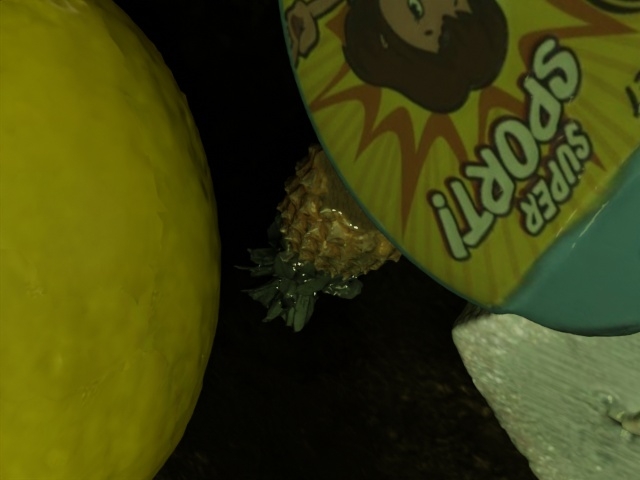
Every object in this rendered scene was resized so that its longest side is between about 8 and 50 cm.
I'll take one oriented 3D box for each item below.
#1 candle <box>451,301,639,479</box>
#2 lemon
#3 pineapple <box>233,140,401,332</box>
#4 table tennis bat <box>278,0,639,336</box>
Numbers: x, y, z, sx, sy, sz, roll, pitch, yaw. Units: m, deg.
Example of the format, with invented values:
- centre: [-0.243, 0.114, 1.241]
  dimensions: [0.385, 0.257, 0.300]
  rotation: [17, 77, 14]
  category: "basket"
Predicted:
- centre: [0.141, 0.061, 0.512]
  dimensions: [0.168, 0.068, 0.192]
  rotation: [27, 137, 19]
  category: "candle"
- centre: [-0.209, 0.007, 0.589]
  dimensions: [0.348, 0.348, 0.348]
  rotation: [25, 138, 26]
  category: "lemon"
- centre: [0.000, 0.000, 0.597]
  dimensions: [0.074, 0.074, 0.159]
  rotation: [45, 151, 2]
  category: "pineapple"
- centre: [0.095, -0.048, 0.420]
  dimensions: [0.329, 0.044, 0.215]
  rotation: [52, 134, 18]
  category: "table tennis bat"
